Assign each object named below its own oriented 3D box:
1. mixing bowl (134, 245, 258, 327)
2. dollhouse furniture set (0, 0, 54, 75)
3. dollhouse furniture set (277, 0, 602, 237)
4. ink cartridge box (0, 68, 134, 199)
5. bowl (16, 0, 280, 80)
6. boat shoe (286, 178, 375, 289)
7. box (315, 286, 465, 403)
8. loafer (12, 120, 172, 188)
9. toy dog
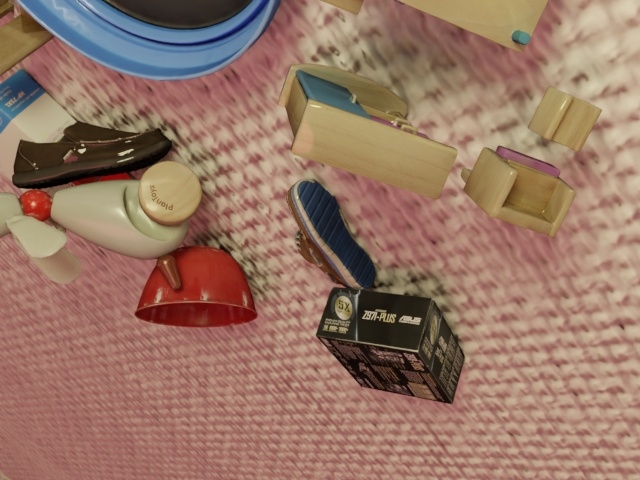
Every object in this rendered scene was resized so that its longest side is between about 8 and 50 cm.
[{"bbox_3d":[-0.184,0.067,1.103,0.181,0.098,0.181,0,162,0],"label":"mixing bowl"},{"bbox_3d":[-0.413,-0.309,0.869,0.144,0.123,0.151,26,140,8],"label":"dollhouse furniture set"},{"bbox_3d":[0.123,-0.209,0.670,0.286,0.198,0.303,16,110,-14],"label":"dollhouse furniture set"},{"bbox_3d":[-0.402,-0.121,1.092,0.231,0.078,0.134,46,138,-16],"label":"ink cartridge box"},{"bbox_3d":[-0.197,-0.346,0.719,0.391,0.077,0.391,16,137,16],"label":"bowl"},{"bbox_3d":[0.000,0.000,0.962,0.066,0.066,0.183,-8,126,40],"label":"boat shoe"},{"bbox_3d":[0.100,0.144,1.000,0.147,0.077,0.180,5,150,30],"label":"box"},{"bbox_3d":[-0.311,-0.125,0.983,0.220,0.080,0.078,-11,90,-1],"label":"loafer"},{"bbox_3d":[-0.311,0.003,0.983,0.333,0.161,0.220,-11,170,3],"label":"toy dog"}]
